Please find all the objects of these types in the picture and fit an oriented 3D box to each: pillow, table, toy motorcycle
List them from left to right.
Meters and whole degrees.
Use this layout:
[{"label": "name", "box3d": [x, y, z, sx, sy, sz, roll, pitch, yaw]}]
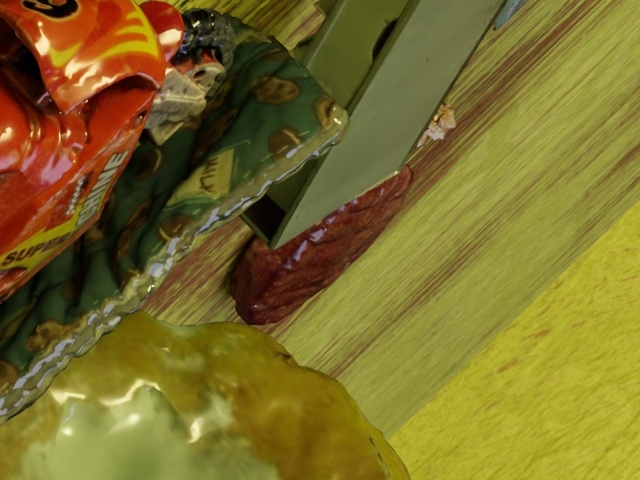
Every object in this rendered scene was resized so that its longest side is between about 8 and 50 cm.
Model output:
[{"label": "toy motorcycle", "box3d": [-0.162, -0.028, 0.880, 0.298, 0.089, 0.171, -41, 165, -11]}, {"label": "pillow", "box3d": [-0.111, -0.012, 0.979, 0.255, 0.034, 0.189, -43, -151, -2]}, {"label": "table", "box3d": [0.017, -0.125, 1.060, 0.121, 0.111, 0.240, -32, 162, -41]}]

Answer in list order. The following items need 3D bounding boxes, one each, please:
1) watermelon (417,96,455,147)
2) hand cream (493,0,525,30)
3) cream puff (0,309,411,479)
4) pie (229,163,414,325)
[{"label": "watermelon", "box3d": [0.029, -0.101, 1.278, 0.155, 0.080, 0.101, -22, 150, -19]}, {"label": "hand cream", "box3d": [0.150, -0.217, 1.280, 0.085, 0.058, 0.331, -49, 167, -6]}, {"label": "cream puff", "box3d": [-0.126, 0.208, 1.136, 0.378, 0.378, 0.275, -33, 156, -37]}, {"label": "pie", "box3d": [0.000, 0.000, 1.525, 0.182, 0.049, 0.182, -39, 167, -11]}]
